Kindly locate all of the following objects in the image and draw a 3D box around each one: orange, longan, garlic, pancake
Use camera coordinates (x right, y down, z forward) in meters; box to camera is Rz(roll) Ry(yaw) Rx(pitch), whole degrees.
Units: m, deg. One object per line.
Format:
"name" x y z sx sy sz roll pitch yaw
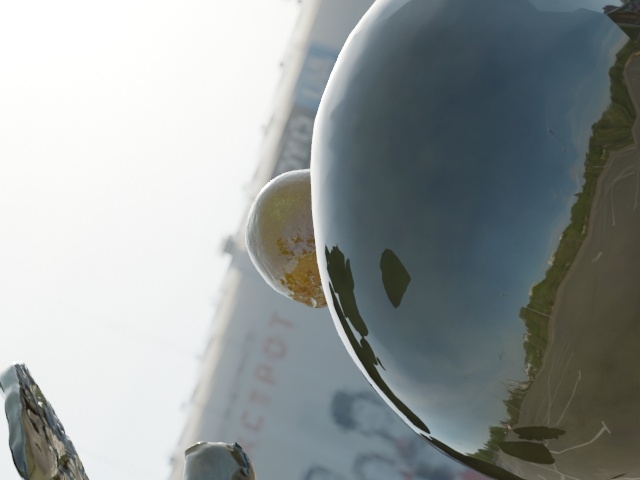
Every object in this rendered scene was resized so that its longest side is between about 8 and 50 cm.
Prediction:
"orange" 0.000 0.000 1.863 0.159 0.159 0.136 99 175 -57
"longan" 0.114 -0.009 0.834 0.258 0.258 0.258 22 -90 -82
"garlic" -0.111 0.272 1.843 0.066 0.084 0.152 86 -169 -45
"pancake" -0.157 0.190 1.177 0.031 0.250 0.250 -26 -16 -6
